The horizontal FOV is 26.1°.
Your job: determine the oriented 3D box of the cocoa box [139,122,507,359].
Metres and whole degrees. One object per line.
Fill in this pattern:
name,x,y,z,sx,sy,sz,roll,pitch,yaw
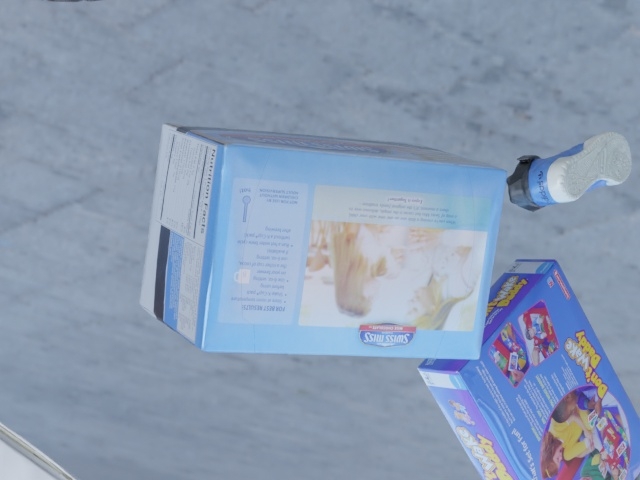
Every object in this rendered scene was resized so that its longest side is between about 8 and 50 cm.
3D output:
cocoa box,0.000,0.000,1.576,0.347,0.231,0.228,4,-172,-24

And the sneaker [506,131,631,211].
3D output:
sneaker,0.245,-0.069,1.383,0.085,0.058,0.152,-6,-166,42

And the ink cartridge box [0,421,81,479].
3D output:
ink cartridge box,-0.190,0.236,0.808,0.117,0.207,0.283,28,164,25

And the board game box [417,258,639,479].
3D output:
board game box,0.300,0.231,1.868,0.078,0.233,0.347,0,127,52
